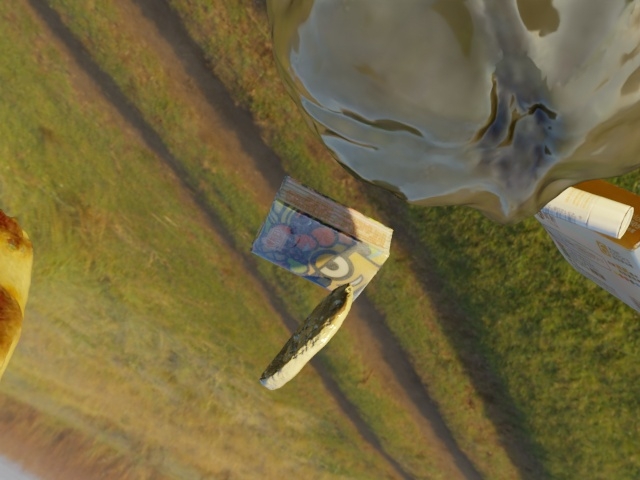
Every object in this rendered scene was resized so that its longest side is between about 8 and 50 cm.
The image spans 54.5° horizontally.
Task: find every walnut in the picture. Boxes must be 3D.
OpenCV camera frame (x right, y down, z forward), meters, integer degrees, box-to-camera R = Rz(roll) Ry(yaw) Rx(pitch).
[{"bbox_3d":[0.141,-0.207,0.501,0.383,0.384,0.384,27,152,15],"label":"walnut"}]

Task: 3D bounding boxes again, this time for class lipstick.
[{"bbox_3d":[0.287,-0.044,0.729,0.141,0.040,0.040,25,153,34],"label":"lipstick"}]

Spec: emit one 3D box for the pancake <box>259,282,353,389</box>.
[{"bbox_3d":[-0.012,0.106,0.698,0.025,0.152,0.151,42,153,-1],"label":"pancake"}]

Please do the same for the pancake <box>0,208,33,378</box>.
[{"bbox_3d":[-0.239,0.028,0.210,0.057,0.266,0.244,-38,120,24],"label":"pancake"}]

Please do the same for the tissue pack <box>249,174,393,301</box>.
[{"bbox_3d":[0.000,0.000,0.751,0.148,0.060,0.109,26,137,-5],"label":"tissue pack"}]

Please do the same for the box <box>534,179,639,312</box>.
[{"bbox_3d":[0.465,0.007,0.979,0.221,0.091,0.274,47,-177,-29],"label":"box"}]
